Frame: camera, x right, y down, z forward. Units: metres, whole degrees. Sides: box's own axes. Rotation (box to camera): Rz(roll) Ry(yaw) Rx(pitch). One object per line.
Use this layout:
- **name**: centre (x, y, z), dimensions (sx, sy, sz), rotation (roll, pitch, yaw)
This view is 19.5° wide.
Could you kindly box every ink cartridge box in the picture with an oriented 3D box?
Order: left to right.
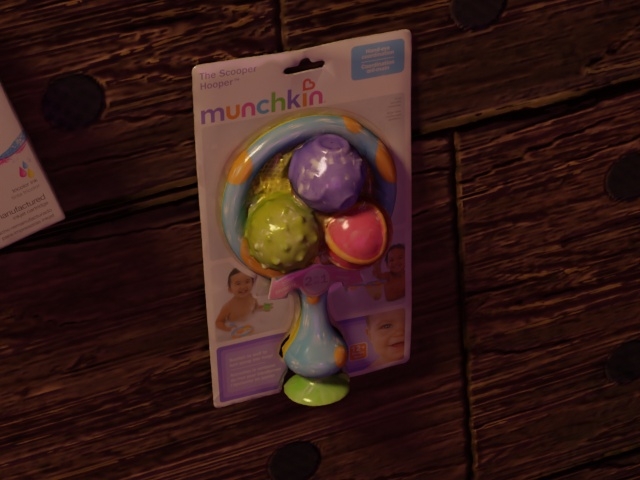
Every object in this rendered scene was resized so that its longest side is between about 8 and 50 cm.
- **ink cartridge box**: centre (-0.204, -0.051, 1.010), dimensions (0.088, 0.052, 0.122), rotation (-26, 126, -6)

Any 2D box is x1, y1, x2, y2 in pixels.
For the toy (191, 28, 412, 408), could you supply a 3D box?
- **toy**: centre (0.000, 0.000, 1.128), dimensions (0.137, 0.056, 0.237), rotation (-12, 124, -18)
